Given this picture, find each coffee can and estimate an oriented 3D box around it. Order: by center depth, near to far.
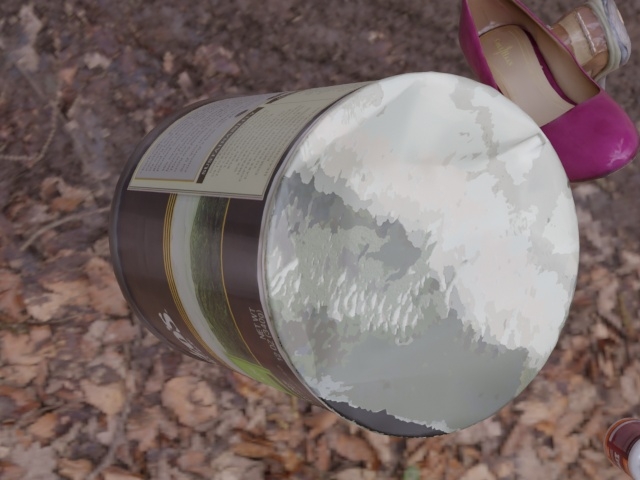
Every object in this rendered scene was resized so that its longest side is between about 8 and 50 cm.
[{"bbox_3d":[0.000,0.000,0.760,0.202,0.275,0.201,-2,94,-26],"label":"coffee can"}]

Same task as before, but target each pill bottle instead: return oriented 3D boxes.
[{"bbox_3d":[0.509,0.335,1.851,0.086,0.152,0.086,-1,96,-8],"label":"pill bottle"}]

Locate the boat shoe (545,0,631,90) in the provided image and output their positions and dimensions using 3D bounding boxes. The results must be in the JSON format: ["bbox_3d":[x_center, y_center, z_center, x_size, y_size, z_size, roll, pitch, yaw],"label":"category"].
[{"bbox_3d":[0.337,-0.245,1.676,0.116,0.324,0.123,-22,76,-4],"label":"boat shoe"}]

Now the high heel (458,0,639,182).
[{"bbox_3d":[0.243,-0.193,1.367,0.127,0.377,0.181,-30,115,-2],"label":"high heel"}]
